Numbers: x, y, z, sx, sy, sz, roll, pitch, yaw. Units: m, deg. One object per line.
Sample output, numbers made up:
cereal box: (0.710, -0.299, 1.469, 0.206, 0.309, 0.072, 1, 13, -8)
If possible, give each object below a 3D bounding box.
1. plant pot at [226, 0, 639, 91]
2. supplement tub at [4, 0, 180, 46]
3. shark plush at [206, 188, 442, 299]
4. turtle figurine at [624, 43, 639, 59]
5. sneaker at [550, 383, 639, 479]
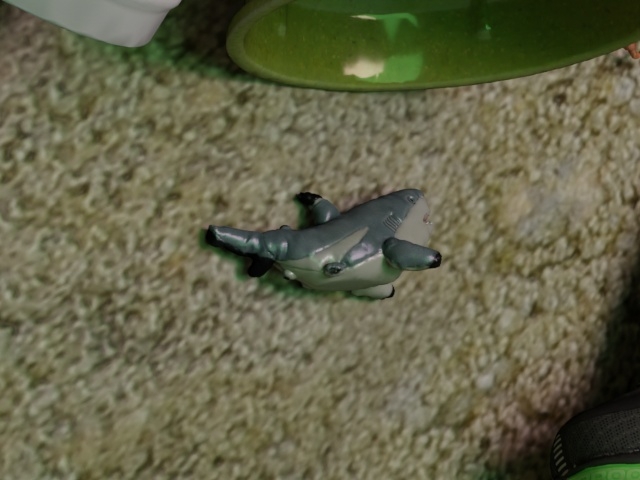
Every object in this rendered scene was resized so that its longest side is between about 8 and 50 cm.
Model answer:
plant pot: (0.067, -0.247, 1.204, 0.276, 0.276, 0.254, 1, 77, -38)
supplement tub: (-0.091, -0.291, 1.005, 0.241, 0.241, 0.331, 22, 107, -36)
shark plush: (0.000, 0.000, 1.278, 0.161, 0.073, 0.067, -5, 73, -18)
turtle figurine: (0.295, -0.270, 1.419, 0.217, 0.087, 0.269, -39, 142, -44)
sneaker: (0.311, 0.045, 1.452, 0.483, 0.185, 0.202, -35, 92, -36)
